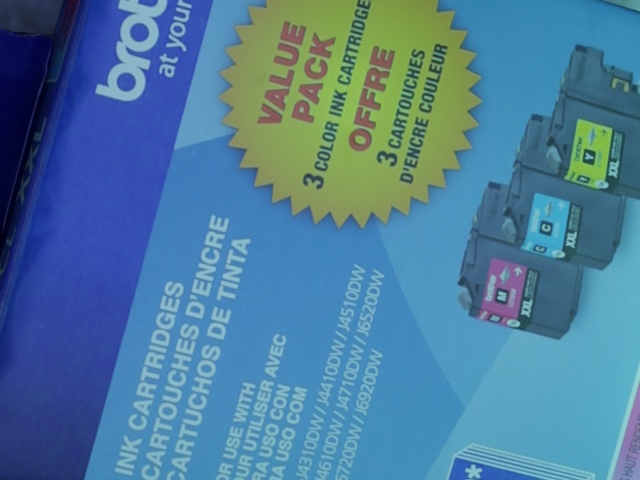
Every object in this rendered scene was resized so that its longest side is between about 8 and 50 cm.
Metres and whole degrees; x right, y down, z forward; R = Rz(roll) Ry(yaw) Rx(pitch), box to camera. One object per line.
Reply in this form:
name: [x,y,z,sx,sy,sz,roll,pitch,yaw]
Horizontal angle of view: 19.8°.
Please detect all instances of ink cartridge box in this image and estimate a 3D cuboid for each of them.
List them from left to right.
ink cartridge box: [0.000,0.000,0.811,0.395,0.151,0.270,15,91,-10]
